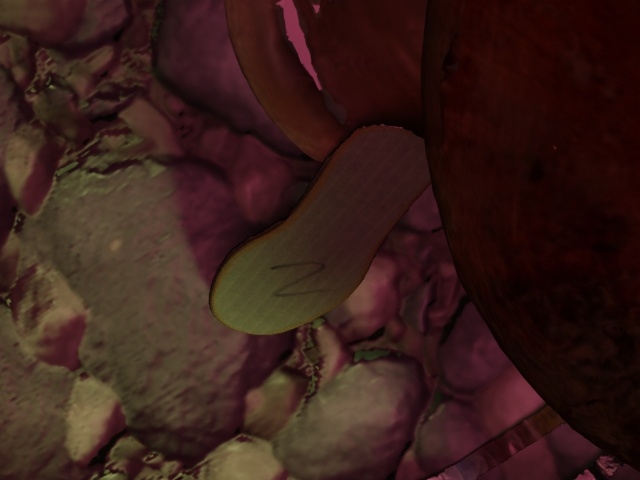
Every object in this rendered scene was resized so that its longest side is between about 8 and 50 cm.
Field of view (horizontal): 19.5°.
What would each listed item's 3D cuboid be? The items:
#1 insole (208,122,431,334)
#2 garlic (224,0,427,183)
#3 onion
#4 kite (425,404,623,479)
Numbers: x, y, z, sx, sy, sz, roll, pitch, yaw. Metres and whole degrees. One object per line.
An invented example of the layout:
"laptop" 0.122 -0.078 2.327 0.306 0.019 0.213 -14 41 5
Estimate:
"insole" 0.000 0.000 0.860 0.064 0.004 0.188 20 143 -17
"garlic" 0.008 -0.103 0.832 0.101 0.087 0.196 -22 105 0
"onion" 0.205 -0.050 0.712 0.353 0.353 0.354 3 110 7
"kite" 0.102 0.170 0.953 0.310 0.015 0.169 -36 101 20
